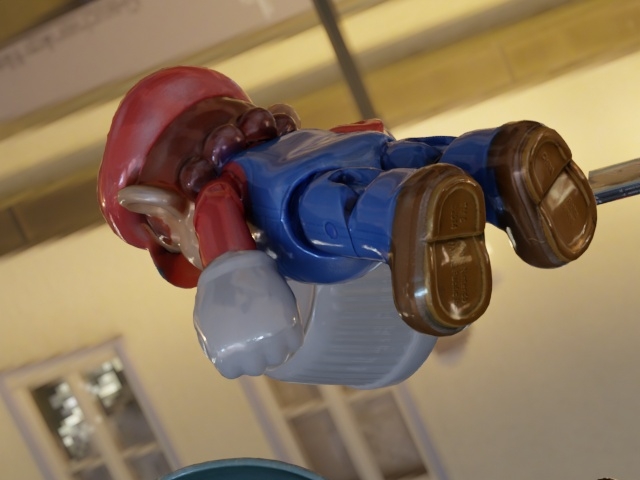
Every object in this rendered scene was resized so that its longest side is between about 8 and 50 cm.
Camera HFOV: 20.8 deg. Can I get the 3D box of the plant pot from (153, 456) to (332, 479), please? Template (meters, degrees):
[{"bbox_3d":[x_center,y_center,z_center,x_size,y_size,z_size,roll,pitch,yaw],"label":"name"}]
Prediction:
[{"bbox_3d":[-0.016,0.296,1.055,0.293,0.196,0.293,-13,-116,27],"label":"plant pot"}]

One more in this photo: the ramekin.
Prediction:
[{"bbox_3d":[-0.001,0.018,1.375,0.109,0.207,0.207,-2,-178,-33],"label":"ramekin"}]

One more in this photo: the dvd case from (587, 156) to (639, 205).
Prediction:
[{"bbox_3d":[0.291,-0.061,1.522,0.119,0.013,0.087,-14,-166,15],"label":"dvd case"}]

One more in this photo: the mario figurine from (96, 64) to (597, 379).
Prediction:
[{"bbox_3d":[0.000,0.000,0.976,0.198,0.170,0.320,17,176,-40],"label":"mario figurine"}]

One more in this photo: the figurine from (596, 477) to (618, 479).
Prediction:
[{"bbox_3d":[0.255,0.287,1.204,0.209,0.215,0.092,26,-150,18],"label":"figurine"}]
